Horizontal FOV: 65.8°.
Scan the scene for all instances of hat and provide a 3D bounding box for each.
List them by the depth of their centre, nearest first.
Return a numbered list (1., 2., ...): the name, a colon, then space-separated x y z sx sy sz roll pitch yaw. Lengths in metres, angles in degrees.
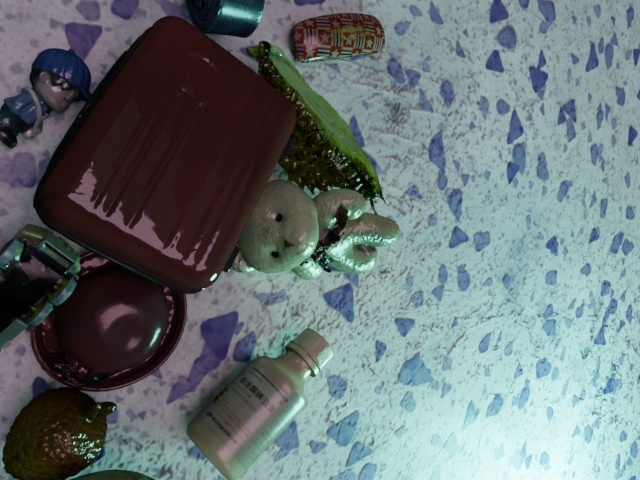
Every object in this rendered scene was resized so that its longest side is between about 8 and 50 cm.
1. hat: -0.273 0.109 0.664 0.205 0.089 0.205 -4 98 -34

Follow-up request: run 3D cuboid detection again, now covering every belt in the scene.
1. belt: -0.138 -0.381 0.677 0.082 0.141 0.190 -9 98 -36

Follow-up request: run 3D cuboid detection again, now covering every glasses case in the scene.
1. glasses case: 0.036 -0.353 0.855 0.194 0.049 0.073 -21 106 -31

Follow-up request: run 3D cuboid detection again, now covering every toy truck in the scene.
1. toy truck: -0.365 0.060 0.569 0.191 0.116 0.085 -42 120 3

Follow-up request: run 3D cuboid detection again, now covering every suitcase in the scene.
1. suitcase: -0.186 -0.101 0.626 0.236 0.161 0.297 33 69 -25

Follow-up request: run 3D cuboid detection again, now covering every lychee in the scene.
1. lychee: -0.328 0.243 0.624 0.146 0.114 0.114 -33 115 3

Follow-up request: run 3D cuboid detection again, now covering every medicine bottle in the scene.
1. medicine bottle: -0.085 0.248 0.791 0.252 0.114 0.114 -41 116 -24

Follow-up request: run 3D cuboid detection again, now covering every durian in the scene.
1. durian: -0.007 -0.155 0.805 0.375 0.106 0.132 49 35 -32

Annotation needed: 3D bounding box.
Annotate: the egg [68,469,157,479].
1. egg: -0.274 0.486 0.546 0.345 0.345 0.428 29 70 -33

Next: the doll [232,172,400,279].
1. doll: 0.002 -0.003 0.792 0.278 0.149 0.175 8 101 -29

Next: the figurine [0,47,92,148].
1. figurine: -0.345 -0.178 0.606 0.136 0.077 0.079 -35 98 -17
